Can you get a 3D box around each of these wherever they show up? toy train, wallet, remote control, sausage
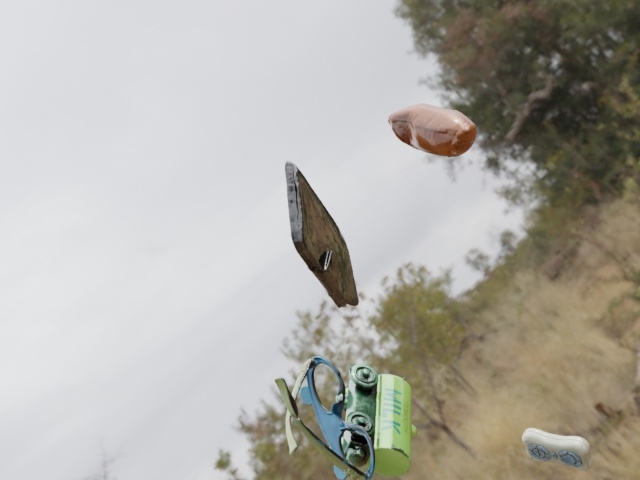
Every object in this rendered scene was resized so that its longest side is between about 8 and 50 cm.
[{"bbox_3d":[0.110,0.340,1.826,0.253,0.157,0.105,-80,11,-58],"label":"toy train"},{"bbox_3d":[0.000,0.000,1.974,0.051,0.197,0.377,-14,-29,12],"label":"wallet"},{"bbox_3d":[0.415,0.367,1.690,0.122,0.074,0.032,4,43,38],"label":"remote control"},{"bbox_3d":[0.203,-0.198,1.728,0.089,0.179,0.089,-21,-58,-39],"label":"sausage"}]

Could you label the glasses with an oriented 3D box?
[{"bbox_3d":[0.005,0.302,1.634,0.102,0.239,0.207,-31,-22,11],"label":"glasses"}]
